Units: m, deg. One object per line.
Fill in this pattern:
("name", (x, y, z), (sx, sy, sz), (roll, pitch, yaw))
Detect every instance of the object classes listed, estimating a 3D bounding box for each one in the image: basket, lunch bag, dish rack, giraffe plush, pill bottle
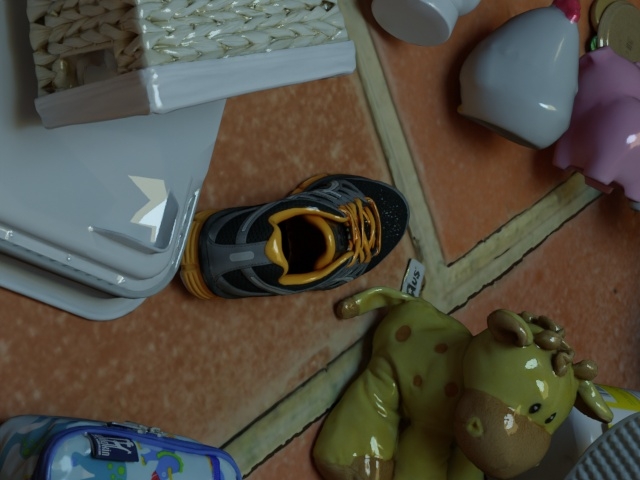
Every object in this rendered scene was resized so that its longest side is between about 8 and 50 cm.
("basket", (-0.078, -0.131, 0.906), (0.167, 0.113, 0.103), (-18, 100, -44))
("lunch bag", (-0.137, 0.221, 0.958), (0.176, 0.090, 0.219), (21, 76, -45))
("dish rack", (-0.178, -0.121, 0.936), (0.333, 0.072, 0.285), (26, 71, -42))
("giraffe plush", (0.118, 0.117, 1.146), (0.181, 0.170, 0.210), (7, 84, -43))
("pill bottle", (0.097, -0.228, 1.190), (0.086, 0.086, 0.152), (42, 62, -35))
("pill bottle", (0.243, 0.181, 1.303), (0.215, 0.117, 0.117), (14, 80, -43))

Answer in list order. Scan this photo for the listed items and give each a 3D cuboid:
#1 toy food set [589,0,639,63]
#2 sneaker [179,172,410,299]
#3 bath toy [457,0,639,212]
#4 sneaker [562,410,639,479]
("toy food set", (0.272, -0.176, 1.403), (0.083, 0.020, 0.082), (14, 80, -44))
("sneaker", (0.000, 0.000, 1.094), (0.215, 0.083, 0.084), (-19, 99, -47))
("bath toy", (0.262, -0.100, 1.316), (0.348, 0.151, 0.129), (24, 92, -33))
("sneaker", (0.223, 0.269, 1.122), (0.161, 0.102, 0.282), (35, 77, -42))
